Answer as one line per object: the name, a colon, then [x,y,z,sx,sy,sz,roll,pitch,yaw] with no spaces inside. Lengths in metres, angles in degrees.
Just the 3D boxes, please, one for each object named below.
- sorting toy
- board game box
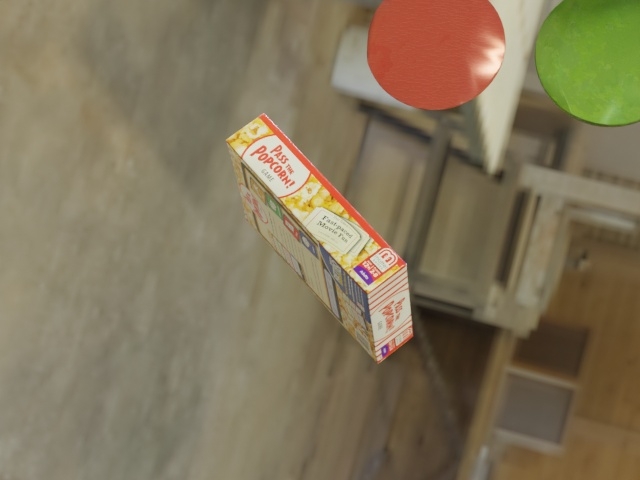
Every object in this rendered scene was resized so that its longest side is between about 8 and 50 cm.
sorting toy: [0.225,-0.145,1.502,0.126,0.366,0.127,75,19,-74]
board game box: [0.000,0.000,1.477,0.045,0.193,0.147,-37,156,-13]
